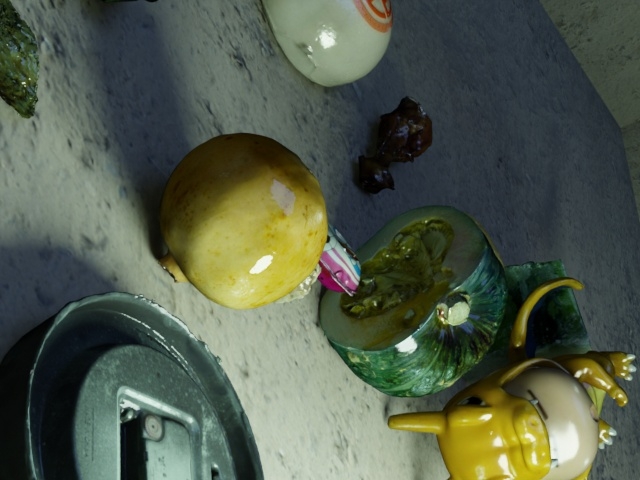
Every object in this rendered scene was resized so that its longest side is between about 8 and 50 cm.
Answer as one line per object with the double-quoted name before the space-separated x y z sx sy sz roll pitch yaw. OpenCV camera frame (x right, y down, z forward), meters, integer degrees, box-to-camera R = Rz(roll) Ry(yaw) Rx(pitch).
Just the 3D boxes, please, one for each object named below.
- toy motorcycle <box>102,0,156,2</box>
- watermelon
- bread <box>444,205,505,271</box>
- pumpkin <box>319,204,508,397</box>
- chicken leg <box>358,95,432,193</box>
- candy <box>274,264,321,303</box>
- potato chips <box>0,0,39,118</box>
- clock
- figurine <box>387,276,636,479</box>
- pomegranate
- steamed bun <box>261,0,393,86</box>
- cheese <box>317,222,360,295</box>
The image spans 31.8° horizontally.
"toy motorcycle" -0.304 -0.430 1.475 0.205 0.127 0.275 -27 96 -61
"watermelon" 0.396 0.204 2.124 0.302 0.264 0.151 58 28 -25
"bread" 0.230 0.050 2.039 0.197 0.197 0.170 42 23 -40
"pumpkin" 0.167 0.117 1.745 0.197 0.293 0.263 53 -12 -32
"chicken leg" 0.133 -0.175 2.145 0.113 0.093 0.304 45 37 -4
"candy" -0.058 0.029 1.596 0.110 0.095 0.085 63 22 -18
"potato chips" -0.378 -0.239 1.296 0.142 0.026 0.209 23 49 -52
"clock" -0.195 0.244 1.190 0.386 0.076 0.386 43 35 -40
"figurine" 0.328 0.301 1.829 0.387 0.401 0.268 -15 52 -45
"pomegranate" -0.097 -0.028 1.430 0.233 0.233 0.233 42 35 -40
"steamed bun" 0.027 -0.429 2.031 0.283 0.177 0.283 42 36 -40
"cheese" 0.000 0.000 1.715 0.155 0.062 0.244 47 10 -36
